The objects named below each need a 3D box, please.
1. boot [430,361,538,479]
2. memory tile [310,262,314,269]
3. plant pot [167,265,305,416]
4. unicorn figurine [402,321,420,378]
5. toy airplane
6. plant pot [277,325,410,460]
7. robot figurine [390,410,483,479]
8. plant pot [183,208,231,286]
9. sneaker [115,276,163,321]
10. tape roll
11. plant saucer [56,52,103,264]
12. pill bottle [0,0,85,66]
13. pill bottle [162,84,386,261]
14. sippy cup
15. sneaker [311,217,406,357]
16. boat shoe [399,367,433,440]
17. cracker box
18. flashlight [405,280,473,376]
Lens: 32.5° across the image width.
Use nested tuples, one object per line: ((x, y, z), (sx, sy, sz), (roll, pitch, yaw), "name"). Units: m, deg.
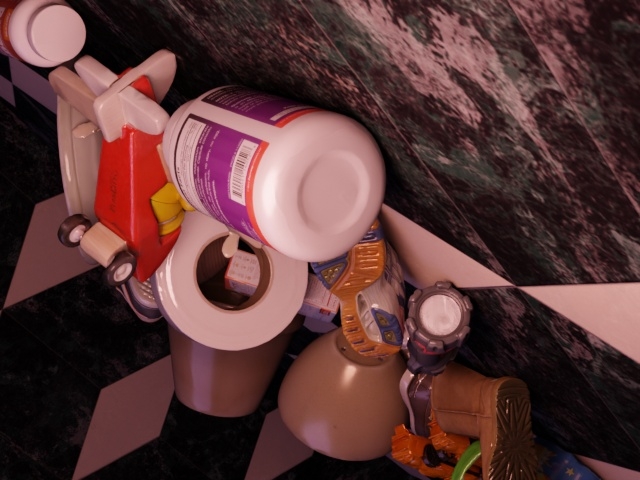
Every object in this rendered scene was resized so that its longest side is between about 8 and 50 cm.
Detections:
((0.276, 0.334, 1.901), (0.089, 0.236, 0.269), (7, 175, -18), "boot")
((-0.043, -0.009, 1.915), (0.148, 0.012, 0.113), (53, -173, -32), "memory tile")
((-0.207, 0.225, 2.420), (0.323, 0.280, 0.323), (11, -167, -3), "plant pot")
((0.156, 0.185, 2.056), (0.111, 0.060, 0.162), (40, -176, -3), "unicorn figurine")
((-0.259, -0.140, 1.738), (0.384, 0.272, 0.386), (-15, 100, 49), "toy airplane")
((0.067, 0.284, 2.271), (0.284, 0.284, 0.191), (34, 131, 25), "plant pot")
((0.293, 0.423, 2.172), (0.291, 0.085, 0.211), (25, 139, -33), "robot figurine")
((-0.235, -0.017, 2.252), (0.109, 0.237, 0.237), (-3, 162, 3), "plant pot")
((-0.378, 0.019, 2.266), (0.127, 0.126, 0.321), (117, 145, -55), "sneaker")
((-0.170, 0.059, 2.019), (0.286, 0.286, 0.100), (42, 169, -11), "tape roll")
((-0.405, -0.156, 2.051), (0.100, 0.400, 0.400), (-5, 166, -2), "plant saucer")
((-0.476, -0.356, 1.838), (0.121, 0.121, 0.216), (48, 166, -34), "pill bottle")
((-0.074, -0.097, 1.399), (0.323, 0.181, 0.181), (25, 161, 52), "pill bottle")
((0.394, 0.490, 2.000), (0.240, 0.224, 0.305), (28, 165, 42), "sippy cup")
((0.060, 0.031, 1.628), (0.112, 0.131, 0.296), (-2, 127, 16), "sneaker")
((0.248, 0.351, 2.229), (0.096, 0.116, 0.324), (36, 162, 34), "boat shoe")
((-0.074, 0.093, 2.199), (0.232, 0.067, 0.156), (19, 167, -1), "cracker box")
((0.184, 0.144, 1.717), (0.103, 0.103, 0.304), (3, 166, 7), "flashlight")
